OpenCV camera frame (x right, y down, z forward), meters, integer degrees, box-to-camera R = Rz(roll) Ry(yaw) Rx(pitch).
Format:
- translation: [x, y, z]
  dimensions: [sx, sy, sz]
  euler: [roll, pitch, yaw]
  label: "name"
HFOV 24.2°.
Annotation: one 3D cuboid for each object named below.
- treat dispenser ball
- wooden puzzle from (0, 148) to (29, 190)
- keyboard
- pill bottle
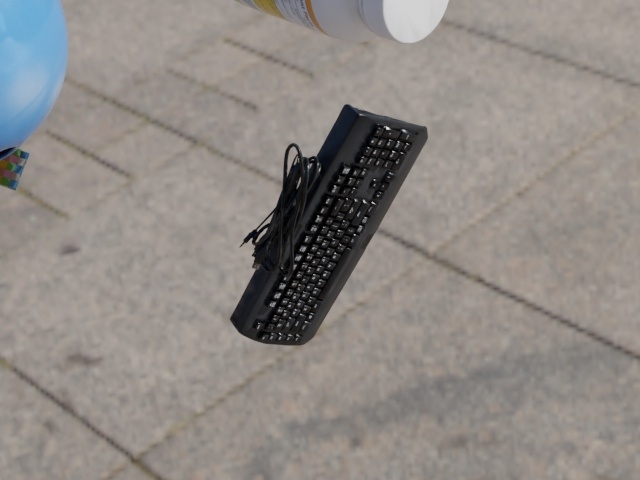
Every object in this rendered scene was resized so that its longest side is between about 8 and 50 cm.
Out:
- translation: [-0.414, -0.212, 1.593]
  dimensions: [0.288, 0.288, 0.288]
  euler: [-6, 33, 4]
  label: "treat dispenser ball"
- translation: [-0.374, -0.088, 1.757]
  dimensions: [0.049, 0.006, 0.083]
  euler: [19, 70, -9]
  label: "wooden puzzle"
- translation: [0.000, 0.000, 1.012]
  dimensions: [0.100, 0.192, 0.038]
  euler: [10, 29, -34]
  label: "keyboard"
- translation: [0.012, -0.284, 1.555]
  dimensions: [0.136, 0.136, 0.246]
  euler: [-33, 41, -32]
  label: "pill bottle"
